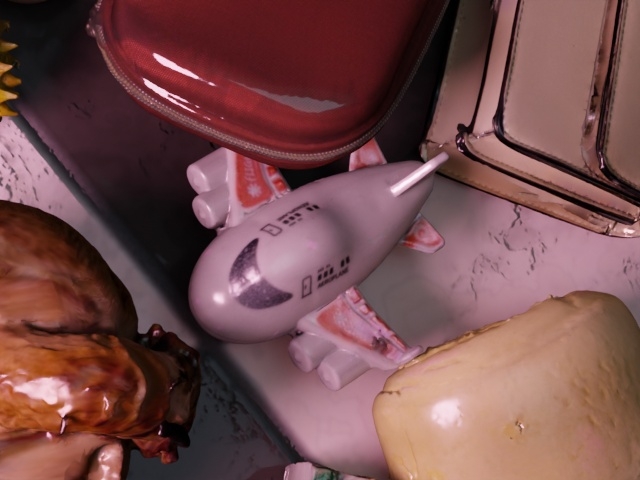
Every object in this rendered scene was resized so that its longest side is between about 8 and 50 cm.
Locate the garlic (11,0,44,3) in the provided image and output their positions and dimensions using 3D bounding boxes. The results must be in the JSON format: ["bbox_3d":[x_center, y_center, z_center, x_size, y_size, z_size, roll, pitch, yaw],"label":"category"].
[{"bbox_3d":[-0.252,-0.235,1.351,0.152,0.066,0.084,-3,54,-26],"label":"garlic"}]

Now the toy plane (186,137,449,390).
[{"bbox_3d":[-0.002,0.001,1.369,0.252,0.118,0.252,5,73,-17],"label":"toy plane"}]

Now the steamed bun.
[{"bbox_3d":[0.198,0.169,1.391,0.273,0.166,0.232,-19,86,-23],"label":"steamed bun"}]

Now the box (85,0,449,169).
[{"bbox_3d":[-0.015,-0.245,1.375,0.263,0.108,0.404,25,62,2],"label":"box"}]

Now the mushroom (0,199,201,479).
[{"bbox_3d":[-0.232,0.108,1.217,0.283,0.195,0.263,14,83,-2],"label":"mushroom"}]

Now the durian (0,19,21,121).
[{"bbox_3d":[-0.345,-0.185,1.257,0.260,0.186,0.154,25,78,-29],"label":"durian"}]

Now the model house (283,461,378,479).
[{"bbox_3d":[0.020,0.243,1.349,0.100,0.088,0.101,16,78,-17],"label":"model house"}]

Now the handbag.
[{"bbox_3d":[0.255,-0.204,1.491,0.236,0.160,0.359,21,72,-25],"label":"handbag"}]
